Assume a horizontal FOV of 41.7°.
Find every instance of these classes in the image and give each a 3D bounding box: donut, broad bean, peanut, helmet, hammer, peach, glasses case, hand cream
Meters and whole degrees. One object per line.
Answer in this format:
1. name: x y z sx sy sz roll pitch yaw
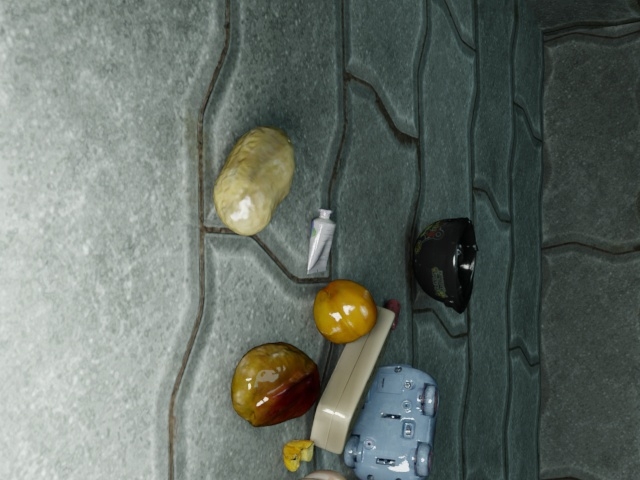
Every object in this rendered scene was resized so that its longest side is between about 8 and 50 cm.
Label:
1. donut: -0.043 0.430 1.670 0.083 0.067 0.037 -115 -147 -73
2. broad bean: -0.088 0.264 1.538 0.229 0.122 0.156 13 101 -55
3. peanut: -0.118 -0.105 1.506 0.129 0.129 0.224 59 45 -42
4. helmet: 0.338 0.063 2.326 0.230 0.161 0.278 -58 149 -49
5. hammer: 0.180 0.190 2.142 0.043 0.043 0.083 57 38 -44
6. peach: 0.049 0.150 1.798 0.138 0.138 0.138 10 79 -62
7. glasses case: 0.074 0.295 1.835 0.336 0.076 0.144 -60 166 -45
8. hand cream: 0.000 0.000 1.817 0.084 0.053 0.142 -7 109 -62

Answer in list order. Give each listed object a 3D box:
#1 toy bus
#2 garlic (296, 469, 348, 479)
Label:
1. toy bus: 0.184 0.451 1.981 0.232 0.197 0.294 54 40 -61
2. garlic: -0.021 0.535 1.612 0.214 0.191 0.160 -4 66 -51
